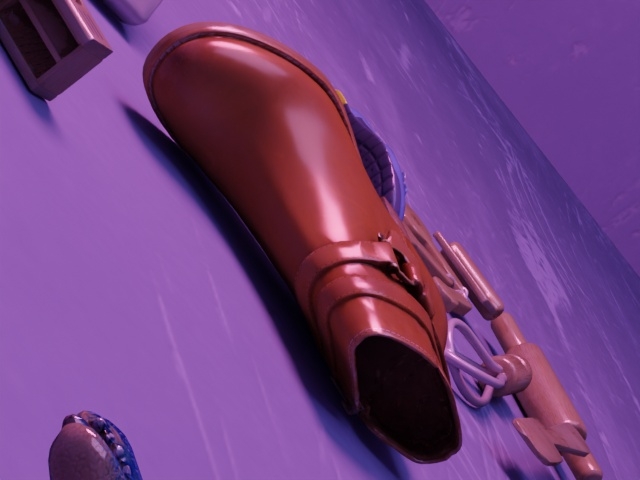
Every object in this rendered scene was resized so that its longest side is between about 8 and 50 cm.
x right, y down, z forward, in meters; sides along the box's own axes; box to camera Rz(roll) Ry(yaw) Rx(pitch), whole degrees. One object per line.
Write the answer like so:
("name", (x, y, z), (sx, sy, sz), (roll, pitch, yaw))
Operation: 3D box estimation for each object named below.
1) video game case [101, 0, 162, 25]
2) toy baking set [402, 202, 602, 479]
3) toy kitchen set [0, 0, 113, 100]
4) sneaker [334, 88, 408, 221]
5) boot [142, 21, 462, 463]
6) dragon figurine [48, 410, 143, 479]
("video game case", (-0.101, -0.245, 0.953), (0.023, 0.193, 0.212), (10, -30, 51))
("toy baking set", (0.105, 0.074, 1.225), (0.197, 0.030, 0.256), (39, 17, -43))
("toy kitchen set", (-0.113, -0.112, 0.745), (0.075, 0.068, 0.083), (58, 11, 23))
("sneaker", (0.026, -0.034, 1.154), (0.059, 0.053, 0.144), (49, 12, -33))
("boot", (0.000, 0.000, 0.880), (0.197, 0.073, 0.152), (44, 18, -32))
("dragon figurine", (-0.015, 0.140, 0.294), (0.289, 0.085, 0.144), (56, 11, 22))
